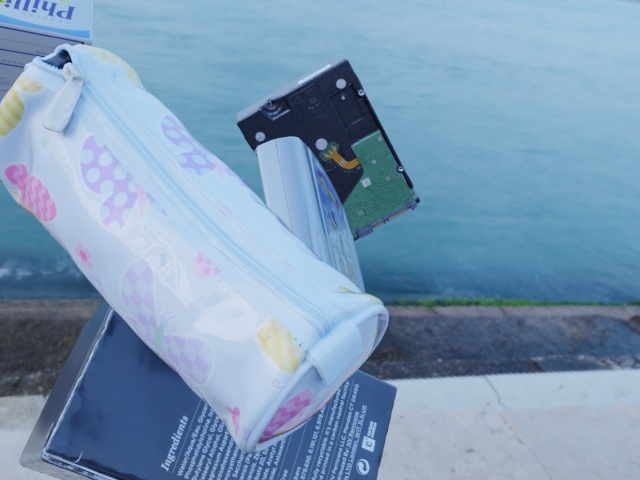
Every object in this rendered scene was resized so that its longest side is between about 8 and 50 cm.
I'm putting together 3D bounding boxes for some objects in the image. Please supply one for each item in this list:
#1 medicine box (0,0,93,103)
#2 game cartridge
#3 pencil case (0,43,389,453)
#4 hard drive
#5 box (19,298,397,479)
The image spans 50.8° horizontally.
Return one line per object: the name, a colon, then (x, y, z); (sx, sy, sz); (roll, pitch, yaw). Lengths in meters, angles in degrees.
medicine box: (-0.495, -0.287, 1.015); (0.263, 0.289, 0.149); (5, 62, -24)
game cartridge: (0.000, 0.000, 0.846); (0.062, 0.198, 0.297); (-12, -21, 11)
pencil case: (-0.085, -0.003, 0.413); (0.273, 0.124, 0.113); (44, 46, 18)
hard drive: (0.022, -0.154, 1.301); (0.236, 0.339, 0.064); (-29, 28, 8)
box: (-0.211, 0.320, 1.149); (0.471, 0.480, 0.297); (26, 63, -18)
